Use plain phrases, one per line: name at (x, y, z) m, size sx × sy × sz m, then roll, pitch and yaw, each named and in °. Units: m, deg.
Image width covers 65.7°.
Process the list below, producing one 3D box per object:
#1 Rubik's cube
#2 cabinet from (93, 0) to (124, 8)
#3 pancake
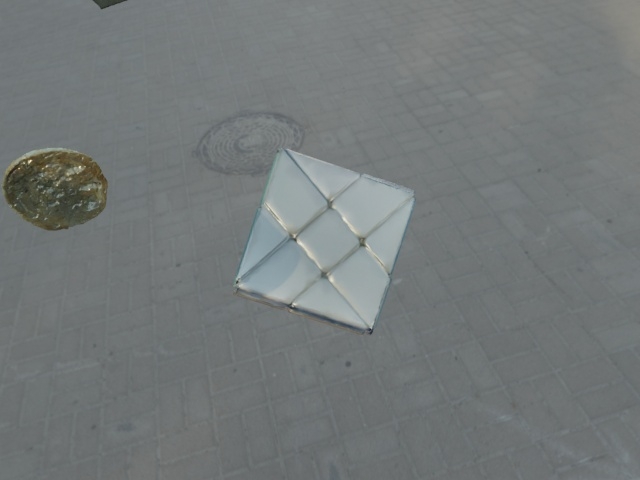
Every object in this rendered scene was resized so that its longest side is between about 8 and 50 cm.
Rubik's cube at (0.000, 0.000, 0.821) m, size 0.221 × 0.224 × 0.231 m, roll 18°, pitch 92°, yaw -4°
cabinet at (-0.177, -0.315, 0.384) m, size 0.150 × 0.206 × 0.145 m, roll -18°, pitch 89°, yaw 4°
pancake at (-0.408, -0.076, 0.766) m, size 0.151 × 0.152 × 0.025 m, roll -26°, pitch 47°, yaw -17°
